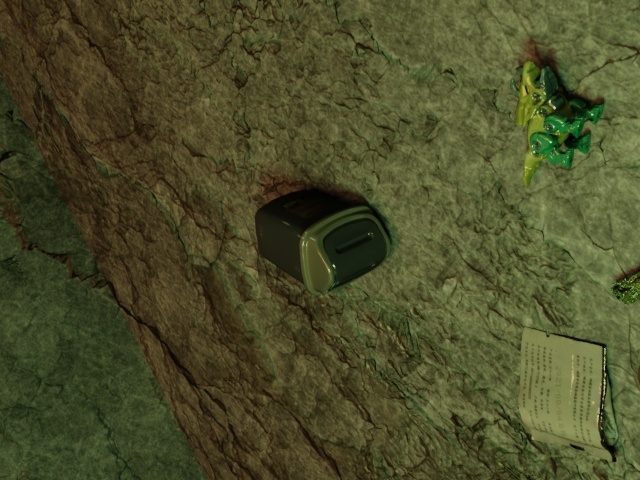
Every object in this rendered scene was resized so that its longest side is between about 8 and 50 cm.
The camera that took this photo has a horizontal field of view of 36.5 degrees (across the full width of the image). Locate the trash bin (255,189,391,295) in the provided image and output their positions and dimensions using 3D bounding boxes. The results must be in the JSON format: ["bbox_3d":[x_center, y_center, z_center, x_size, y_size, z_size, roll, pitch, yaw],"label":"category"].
[{"bbox_3d":[0.000,0.000,2.184,0.290,0.209,0.182,26,133,47],"label":"trash bin"}]

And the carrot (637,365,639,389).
[{"bbox_3d":[0.638,0.189,1.529,0.196,0.196,0.254,47,149,21],"label":"carrot"}]

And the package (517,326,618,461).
[{"bbox_3d":[0.480,0.307,1.902,0.204,0.062,0.251,9,115,48],"label":"package"}]

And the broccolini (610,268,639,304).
[{"bbox_3d":[0.577,0.043,1.620,0.239,0.054,0.051,-46,61,51],"label":"broccolini"}]

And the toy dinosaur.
[{"bbox_3d":[0.394,-0.180,1.672,0.153,0.094,0.259,32,142,36],"label":"toy dinosaur"}]
